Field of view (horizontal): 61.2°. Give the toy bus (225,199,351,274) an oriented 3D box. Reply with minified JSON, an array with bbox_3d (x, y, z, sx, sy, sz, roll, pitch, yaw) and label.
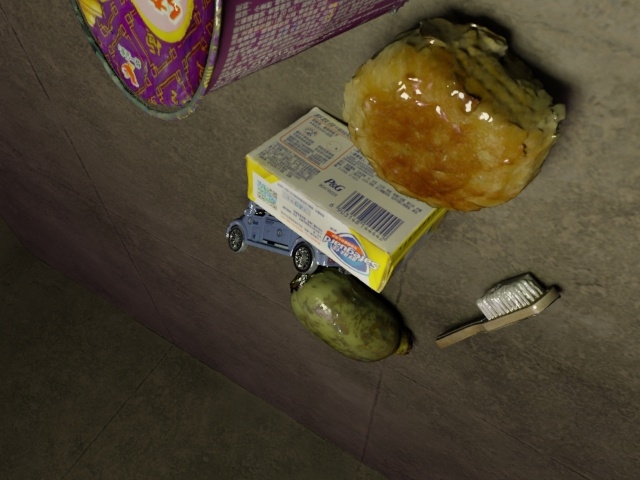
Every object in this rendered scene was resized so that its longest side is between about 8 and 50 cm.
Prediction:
[{"bbox_3d":[-0.047,-0.023,0.991,0.125,0.133,0.292,4,-173,-44],"label":"toy bus"}]

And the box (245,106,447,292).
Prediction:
[{"bbox_3d":[0.038,-0.068,0.806,0.265,0.168,0.097,35,145,18],"label":"box"}]

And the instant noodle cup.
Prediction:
[{"bbox_3d":[-0.062,-0.300,0.451,0.339,0.265,0.340,37,141,38],"label":"instant noodle cup"}]

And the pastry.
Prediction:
[{"bbox_3d":[0.153,-0.143,0.663,0.257,0.121,0.236,35,154,-1],"label":"pastry"}]

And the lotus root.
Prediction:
[{"bbox_3d":[0.068,0.165,1.150,0.309,0.173,0.173,37,151,-13],"label":"lotus root"}]

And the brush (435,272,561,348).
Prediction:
[{"bbox_3d":[0.286,0.129,0.960,0.065,0.070,0.327,54,153,8],"label":"brush"}]
